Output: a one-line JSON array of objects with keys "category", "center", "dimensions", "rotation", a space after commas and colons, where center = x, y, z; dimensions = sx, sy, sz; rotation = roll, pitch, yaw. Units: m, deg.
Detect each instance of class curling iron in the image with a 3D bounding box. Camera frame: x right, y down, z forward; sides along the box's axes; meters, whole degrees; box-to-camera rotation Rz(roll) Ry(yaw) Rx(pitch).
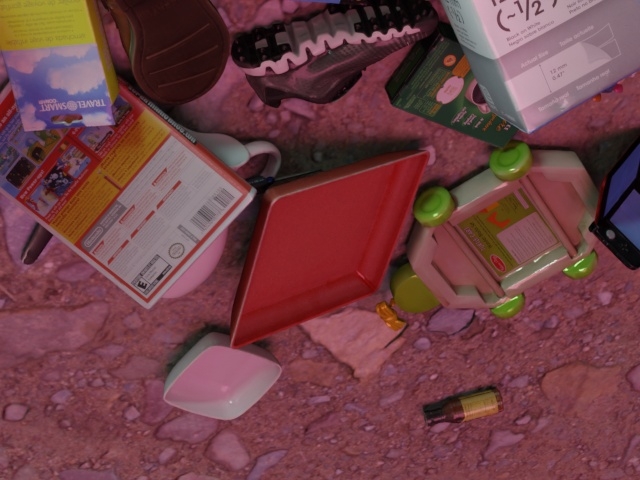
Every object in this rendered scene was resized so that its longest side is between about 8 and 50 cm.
[{"category": "curling iron", "center": [-0.287, -0.059, 1.422], "dimensions": [0.068, 0.035, 0.274], "rotation": [24, 122, -34]}]

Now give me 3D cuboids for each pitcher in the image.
[{"category": "pitcher", "center": [-0.145, -0.036, 1.444], "dimensions": [0.178, 0.125, 0.207], "rotation": [2, 123, -41]}]

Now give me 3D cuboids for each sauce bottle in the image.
[{"category": "sauce bottle", "center": [0.230, 0.272, 1.913], "dimensions": [0.128, 0.042, 0.042], "rotation": [-13, 136, -3]}]

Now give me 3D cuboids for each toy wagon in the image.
[{"category": "toy wagon", "center": [0.222, 0.007, 1.632], "dimensions": [0.344, 0.068, 0.267], "rotation": [-30, 134, 13]}]

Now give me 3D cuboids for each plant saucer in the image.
[{"category": "plant saucer", "center": [0.000, 0.000, 1.510], "dimensions": [0.258, 0.048, 0.259], "rotation": [-19, 143, -36]}]

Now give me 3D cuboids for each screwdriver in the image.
[{"category": "screwdriver", "center": [-0.052, -0.076, 1.444], "dimensions": [0.170, 0.025, 0.024], "rotation": [-24, 132, -56]}]

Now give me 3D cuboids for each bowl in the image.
[{"category": "bowl", "center": [-0.144, 0.189, 1.700], "dimensions": [0.142, 0.053, 0.142], "rotation": [23, 121, -34]}]

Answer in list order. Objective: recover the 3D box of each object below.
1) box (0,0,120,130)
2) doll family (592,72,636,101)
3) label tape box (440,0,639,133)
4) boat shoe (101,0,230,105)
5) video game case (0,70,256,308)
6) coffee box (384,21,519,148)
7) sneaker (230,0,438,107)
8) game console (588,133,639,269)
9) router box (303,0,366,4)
[{"category": "box", "center": [-0.277, -0.204, 1.231], "dimensions": [0.109, 0.042, 0.178], "rotation": [-3, 122, 10]}, {"category": "doll family", "center": [0.328, -0.246, 1.381], "dimensions": [0.263, 0.118, 0.163], "rotation": [11, 128, -27]}, {"category": "label tape box", "center": [0.231, -0.320, 1.189], "dimensions": [0.249, 0.115, 0.347], "rotation": [-30, 117, -2]}, {"category": "boat shoe", "center": [-0.171, -0.257, 1.222], "dimensions": [0.111, 0.104, 0.307], "rotation": [-24, 154, -7]}, {"category": "video game case", "center": [-0.242, -0.076, 1.334], "dimensions": [0.285, 0.025, 0.204], "rotation": [40, 115, -11]}, {"category": "coffee box", "center": [0.182, -0.187, 1.447], "dimensions": [0.184, 0.040, 0.113], "rotation": [16, 127, -30]}, {"category": "sneaker", "center": [0.022, -0.211, 1.350], "dimensions": [0.234, 0.078, 0.106], "rotation": [-15, 139, 2]}, {"category": "game console", "center": [0.426, -0.055, 1.578], "dimensions": [0.144, 0.124, 0.085], "rotation": [-43, 177, -38]}, {"category": "router box", "center": [0.002, -0.335, 1.238], "dimensions": [0.133, 0.046, 0.179], "rotation": [0, 133, -17]}]
